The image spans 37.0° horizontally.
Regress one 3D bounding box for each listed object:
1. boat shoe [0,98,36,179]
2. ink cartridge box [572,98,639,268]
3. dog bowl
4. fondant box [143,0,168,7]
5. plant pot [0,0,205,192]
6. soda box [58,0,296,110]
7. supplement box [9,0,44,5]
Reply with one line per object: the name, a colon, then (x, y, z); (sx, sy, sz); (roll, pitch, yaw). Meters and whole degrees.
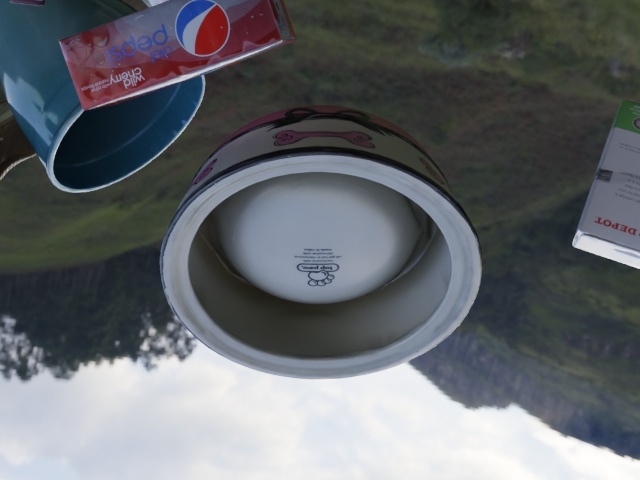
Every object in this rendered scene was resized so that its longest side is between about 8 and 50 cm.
boat shoe: (-0.551, -0.150, 1.524); (0.098, 0.109, 0.302); (24, -130, 38)
ink cartridge box: (0.478, -0.073, 1.391); (0.160, 0.219, 0.092); (20, 168, 12)
dog bowl: (0.000, 0.000, 1.258); (0.408, 0.408, 0.150); (11, -138, -11)
fondant box: (-0.389, -0.620, 1.885); (0.096, 0.238, 0.330); (-33, -131, -7)
plant pot: (-0.356, -0.255, 1.419); (0.255, 0.271, 0.272); (49, -154, 13)
soda box: (-0.169, -0.238, 1.141); (0.263, 0.092, 0.083); (-16, -171, 14)
supplement box: (-0.356, -0.331, 1.152); (0.043, 0.083, 0.055); (-1, -158, -30)
